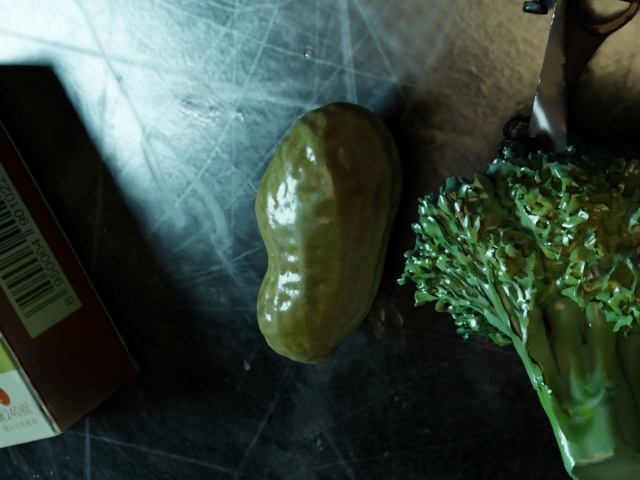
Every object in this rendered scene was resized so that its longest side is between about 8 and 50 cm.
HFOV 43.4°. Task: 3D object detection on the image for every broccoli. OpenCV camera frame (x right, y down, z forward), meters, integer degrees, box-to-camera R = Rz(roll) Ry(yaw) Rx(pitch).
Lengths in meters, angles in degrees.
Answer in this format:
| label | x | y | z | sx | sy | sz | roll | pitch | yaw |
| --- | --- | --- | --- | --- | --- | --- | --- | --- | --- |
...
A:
| label | x | y | z | sx | sy | sz | roll | pitch | yaw |
| --- | --- | --- | --- | --- | --- | --- | --- | --- | --- |
| broccoli | 0.158 | 0.049 | 0.477 | 0.220 | 0.194 | 0.194 | -8 | 110 | 8 |

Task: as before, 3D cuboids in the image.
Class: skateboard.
| label | x | y | z | sx | sy | sz | roll | pitch | yaw |
| --- | --- | --- | --- | --- | --- | --- | --- | --- | --- |
| skateboard | 0.159 | -0.115 | 0.492 | 0.080 | 0.067 | 0.151 | 11 | 114 | 14 |

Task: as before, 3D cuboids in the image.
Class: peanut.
| label | x | y | z | sx | sy | sz | roll | pitch | yaw |
| --- | --- | --- | --- | --- | --- | --- | --- | --- | --- |
| peanut | 0.000 | 0.000 | 0.610 | 0.108 | 0.095 | 0.225 | 31 | 129 | 32 |

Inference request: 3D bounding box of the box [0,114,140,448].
| label | x | y | z | sx | sy | sz | roll | pitch | yaw |
| --- | --- | --- | --- | --- | --- | --- | --- | --- | --- |
| box | -0.428 | 0.057 | 0.850 | 0.385 | 0.122 | 0.344 | -19 | 103 | 34 |
